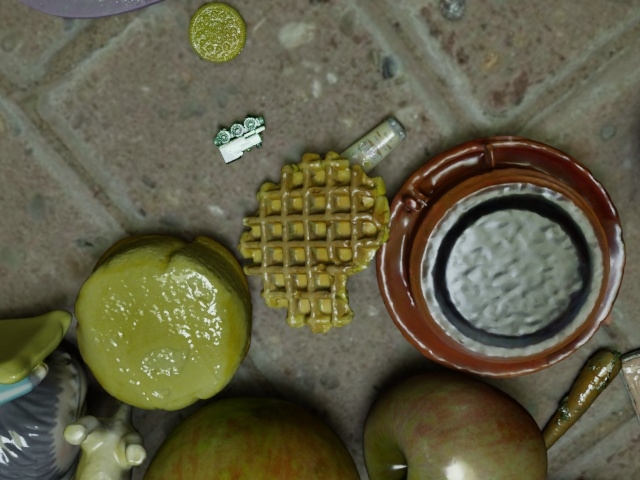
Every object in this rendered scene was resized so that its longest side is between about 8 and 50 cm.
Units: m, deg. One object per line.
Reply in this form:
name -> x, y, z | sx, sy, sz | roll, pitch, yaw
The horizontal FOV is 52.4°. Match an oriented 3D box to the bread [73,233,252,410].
bread -> -0.231, 0.119, 0.966 | 0.270, 0.148, 0.270 | 1, 104, 2

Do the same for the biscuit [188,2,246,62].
biscuit -> -0.149, -0.300, 0.944 | 0.084, 0.023, 0.084 | 0, 103, 0

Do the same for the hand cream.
hand cream -> 0.065, -0.129, 0.979 | 0.143, 0.039, 0.061 | -41, 102, 11

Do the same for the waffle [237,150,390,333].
waffle -> 0.000, 0.000, 0.951 | 0.253, 0.056, 0.249 | -37, 78, 19

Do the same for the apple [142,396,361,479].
apple -> -0.105, 0.394, 0.944 | 0.339, 0.339, 0.339 | 0, 102, -1

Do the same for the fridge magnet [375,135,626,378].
fridge magnet -> 0.262, 0.031, 0.951 | 0.363, 0.155, 0.363 | 1, 100, 3

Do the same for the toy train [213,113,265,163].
toy train -> -0.117, -0.153, 0.970 | 0.083, 0.033, 0.053 | -24, 106, 3

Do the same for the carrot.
carrot -> 0.408, 0.280, 1.068 | 0.049, 0.049, 0.254 | 30, 103, -7

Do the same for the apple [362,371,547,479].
apple -> 0.199, 0.316, 0.968 | 0.234, 0.257, 0.257 | -9, 103, -26

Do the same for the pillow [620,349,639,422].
pillow -> 0.582, 0.269, 1.070 | 0.126, 0.043, 0.232 | -27, 103, 9

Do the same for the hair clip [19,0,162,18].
hair clip -> -0.301, -0.379, 0.903 | 0.358, 0.110, 0.095 | -3, 61, 3

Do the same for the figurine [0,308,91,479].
figurine -> -0.459, 0.332, 0.901 | 0.266, 0.361, 0.378 | -6, 110, 26

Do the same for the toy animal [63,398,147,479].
toy animal -> -0.314, 0.347, 0.899 | 0.121, 0.168, 0.233 | 16, 88, -8
